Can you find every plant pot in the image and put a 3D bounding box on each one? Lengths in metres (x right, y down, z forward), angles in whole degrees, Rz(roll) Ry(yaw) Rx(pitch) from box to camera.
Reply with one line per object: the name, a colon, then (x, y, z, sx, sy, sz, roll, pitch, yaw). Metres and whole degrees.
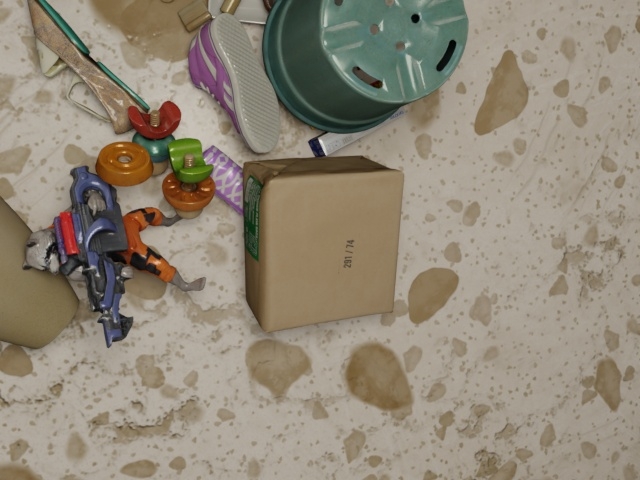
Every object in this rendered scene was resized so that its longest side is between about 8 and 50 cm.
plant pot: (-0.610, 0.079, 1.186, 0.256, 0.256, 0.274, -46, 120, -7)
plant pot: (0.087, -0.370, 1.150, 0.342, 0.334, 0.340, -2, 99, -14)

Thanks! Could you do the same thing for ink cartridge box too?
ink cartridge box: (0.080, -0.250, 1.394, 0.207, 0.097, 0.046, -28, 101, -10)

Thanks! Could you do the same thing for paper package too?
paper package: (0.000, 0.000, 1.301, 0.310, 0.168, 0.324, -7, 112, -24)

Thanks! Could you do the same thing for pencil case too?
pencil case: (-0.186, -0.113, 1.339, 0.206, 0.086, 0.088, 38, 55, -13)

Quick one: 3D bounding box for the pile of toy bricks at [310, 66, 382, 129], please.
pile of toy bricks: (0.061, -0.333, 1.377, 0.212, 0.105, 0.118, -29, 101, -11)

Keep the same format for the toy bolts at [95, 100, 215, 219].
toy bolts: (-0.332, -0.142, 1.225, 0.219, 0.228, 0.158, -10, 142, -24)

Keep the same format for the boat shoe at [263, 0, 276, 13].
boat shoe: (-0.077, -0.567, 1.274, 0.073, 0.073, 0.206, 8, 99, -9)

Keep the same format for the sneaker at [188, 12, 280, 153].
sneaker: (-0.185, -0.306, 1.298, 0.102, 0.161, 0.281, -23, 98, -42)

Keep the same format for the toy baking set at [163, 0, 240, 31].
toy baking set: (-0.232, -0.560, 1.279, 0.197, 0.030, 0.256, 36, 101, 0)

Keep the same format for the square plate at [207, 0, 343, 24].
square plate: (-0.052, -0.623, 1.328, 0.344, 0.049, 0.346, 6, 98, -8)

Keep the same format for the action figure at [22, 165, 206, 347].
action figure: (-0.392, 0.049, 1.190, 0.330, 0.179, 0.341, 7, 64, -39)

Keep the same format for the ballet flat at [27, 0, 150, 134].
ballet flat: (-0.483, -0.337, 1.239, 0.106, 0.107, 0.316, -43, 102, 0)
